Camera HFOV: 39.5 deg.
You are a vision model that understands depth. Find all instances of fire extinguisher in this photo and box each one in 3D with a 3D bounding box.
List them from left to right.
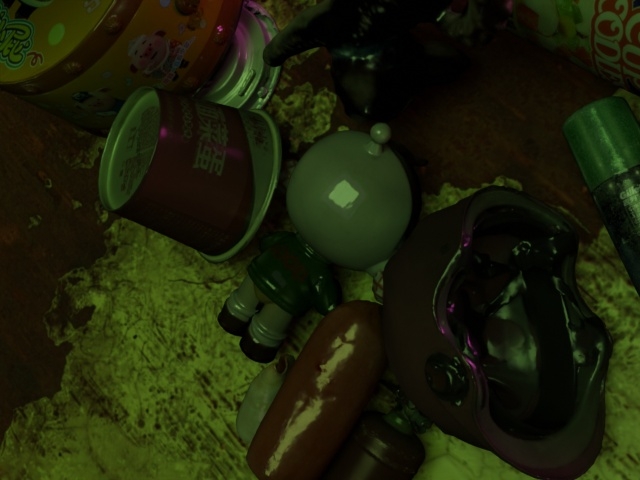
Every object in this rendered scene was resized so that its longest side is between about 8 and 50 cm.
[{"bbox_3d":[0.043,0.303,1.166,0.337,0.106,0.147,-58,40,4],"label":"fire extinguisher"}]

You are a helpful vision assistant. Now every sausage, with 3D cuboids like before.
[{"bbox_3d":[0.008,0.190,1.119,0.113,0.113,0.259,31,91,25],"label":"sausage"}]

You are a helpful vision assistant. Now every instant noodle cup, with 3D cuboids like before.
[{"bbox_3d":[-0.189,-0.100,1.239,0.235,0.178,0.234,-26,55,46],"label":"instant noodle cup"},{"bbox_3d":[0.370,-0.302,1.048,0.312,0.284,0.284,30,93,34],"label":"instant noodle cup"}]

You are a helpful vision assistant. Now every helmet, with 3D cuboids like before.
[{"bbox_3d":[0.189,0.113,1.057,0.197,0.271,0.338,-17,84,49],"label":"helmet"}]

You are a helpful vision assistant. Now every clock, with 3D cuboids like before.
[{"bbox_3d":[-0.172,-0.277,1.381,0.236,0.053,0.236,-4,81,23],"label":"clock"}]

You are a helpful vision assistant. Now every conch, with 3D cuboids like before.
[{"bbox_3d":[-0.069,0.212,1.208,0.094,0.104,0.176,34,140,43],"label":"conch"}]

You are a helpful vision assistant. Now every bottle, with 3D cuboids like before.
[{"bbox_3d":[0.395,-0.013,1.063,0.093,0.093,0.330,-26,72,18],"label":"bottle"}]

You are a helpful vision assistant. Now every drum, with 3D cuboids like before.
[{"bbox_3d":[-0.339,-0.382,1.347,0.431,0.214,0.431,-10,70,30],"label":"drum"}]

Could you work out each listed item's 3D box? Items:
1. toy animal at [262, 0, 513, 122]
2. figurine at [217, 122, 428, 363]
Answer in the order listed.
[{"bbox_3d":[0.089,-0.272,1.125,0.194,0.344,0.302,-26,61,-30],"label":"toy animal"},{"bbox_3d":[0.000,0.000,1.199,0.281,0.167,0.370,47,109,26],"label":"figurine"}]
